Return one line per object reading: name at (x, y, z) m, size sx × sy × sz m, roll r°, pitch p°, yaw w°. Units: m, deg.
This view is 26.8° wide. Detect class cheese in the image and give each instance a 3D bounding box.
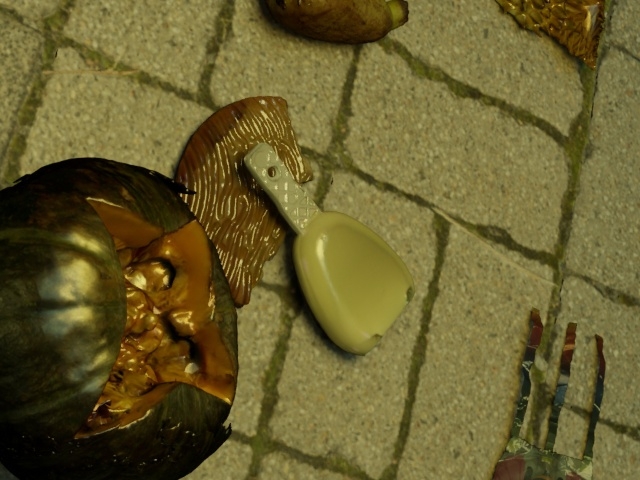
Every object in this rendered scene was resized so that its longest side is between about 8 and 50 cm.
cheese at (0.000, 0.000, 1.441) m, size 0.251 × 0.054 × 0.127 m, roll 53°, pitch 57°, yaw -21°

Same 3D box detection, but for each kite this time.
kite at (0.263, 0.261, 1.570) m, size 0.204 × 0.022 × 0.360 m, roll 19°, pitch 70°, yaw -25°

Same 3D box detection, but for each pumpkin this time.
pumpkin at (-0.205, 0.078, 1.215) m, size 0.320 × 0.192 × 0.320 m, roll 32°, pitch 52°, yaw -54°

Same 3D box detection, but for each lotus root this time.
lotus root at (0.022, -0.263, 1.514) m, size 0.191 × 0.108 × 0.094 m, roll 18°, pitch 96°, yaw -38°

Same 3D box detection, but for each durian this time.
durian at (0.294, -0.385, 1.706) m, size 0.196 × 0.185 × 0.305 m, roll 16°, pitch 77°, yaw -1°

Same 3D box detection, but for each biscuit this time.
biscuit at (-0.076, -0.044, 1.444) m, size 0.176 × 0.031 × 0.228 m, roll -6°, pitch 80°, yaw -30°
